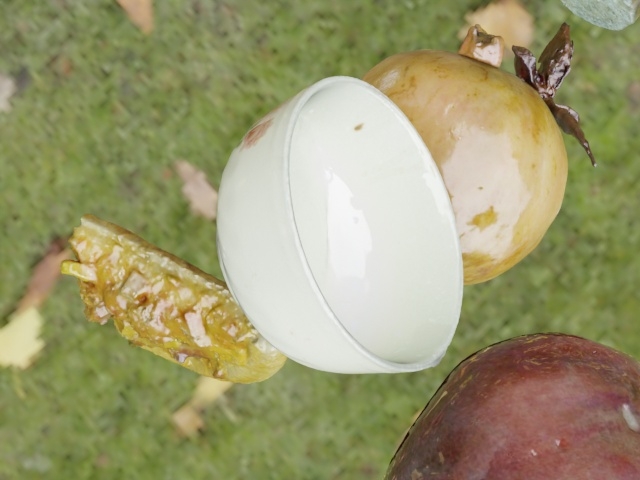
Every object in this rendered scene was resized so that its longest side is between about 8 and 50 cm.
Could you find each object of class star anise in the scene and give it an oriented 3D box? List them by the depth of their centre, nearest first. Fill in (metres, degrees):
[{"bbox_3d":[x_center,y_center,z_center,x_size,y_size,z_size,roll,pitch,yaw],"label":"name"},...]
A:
[{"bbox_3d":[0.274,-0.163,2.221,0.158,0.144,0.141,-25,107,-28],"label":"star anise"}]

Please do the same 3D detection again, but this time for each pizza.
[{"bbox_3d":[-0.131,0.094,2.018,0.087,0.268,0.258,-61,161,-13],"label":"pizza"}]

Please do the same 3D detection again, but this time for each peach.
[{"bbox_3d":[0.088,0.109,0.730,0.152,0.152,0.152,-24,138,-24],"label":"peach"}]

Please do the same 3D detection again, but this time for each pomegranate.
[{"bbox_3d":[0.135,-0.095,2.007,0.270,0.252,0.229,-64,159,-5],"label":"pomegranate"}]

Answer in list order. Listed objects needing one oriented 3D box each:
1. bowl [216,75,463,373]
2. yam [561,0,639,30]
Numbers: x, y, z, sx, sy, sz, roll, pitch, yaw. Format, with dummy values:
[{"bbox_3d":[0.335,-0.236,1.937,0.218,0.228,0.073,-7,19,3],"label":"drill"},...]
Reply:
[{"bbox_3d":[0.000,0.000,1.753,0.145,0.277,0.277,-16,155,32],"label":"bowl"},{"bbox_3d":[0.303,-0.359,1.806,0.202,0.201,0.271,37,89,-23],"label":"yam"}]
